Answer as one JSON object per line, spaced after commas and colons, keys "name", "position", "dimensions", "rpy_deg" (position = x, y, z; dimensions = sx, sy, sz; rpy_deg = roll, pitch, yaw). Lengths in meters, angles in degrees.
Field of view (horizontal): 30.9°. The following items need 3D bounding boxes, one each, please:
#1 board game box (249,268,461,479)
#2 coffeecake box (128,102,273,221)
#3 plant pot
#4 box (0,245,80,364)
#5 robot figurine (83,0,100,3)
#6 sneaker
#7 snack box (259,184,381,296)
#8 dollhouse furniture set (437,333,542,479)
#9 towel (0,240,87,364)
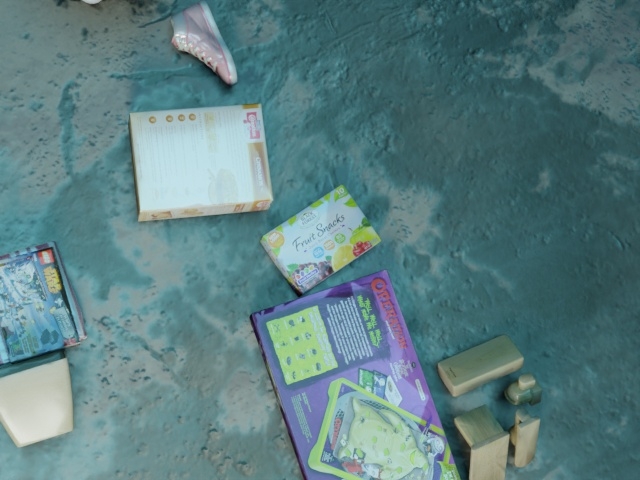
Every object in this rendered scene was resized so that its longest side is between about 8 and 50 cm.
{"name": "board game box", "position": [0.052, 0.235, 1.611], "dimensions": [0.208, 0.056, 0.347], "rpy_deg": [-18, 83, -10]}
{"name": "coffeecake box", "position": [-0.168, -0.109, 1.621], "dimensions": [0.185, 0.068, 0.142], "rpy_deg": [-5, 80, -12]}
{"name": "plant pot", "position": [-0.370, 0.208, 1.508], "dimensions": [0.109, 0.109, 0.096], "rpy_deg": [-17, 95, -14]}
{"name": "box", "position": [-0.382, 0.085, 1.538], "dimensions": [0.094, 0.027, 0.137], "rpy_deg": [-15, 81, -15]}
{"name": "robot figurine", "position": [-0.271, -0.468, 1.553], "dimensions": [0.199, 0.300, 0.353], "rpy_deg": [17, 38, -5]}
{"name": "sneaker", "position": [-0.171, -0.274, 1.663], "dimensions": [0.070, 0.051, 0.134], "rpy_deg": [-23, 81, -13]}
{"name": "snack box", "position": [0.000, 0.000, 1.649], "dimensions": [0.141, 0.037, 0.100], "rpy_deg": [-34, 86, -15]}
{"name": "dollhouse furniture set", "position": [0.240, 0.248, 1.654], "dimensions": [0.144, 0.123, 0.151], "rpy_deg": [-21, 49, -14]}
{"name": "towel", "position": [-0.427, 0.094, 1.556], "dimensions": [0.197, 0.029, 0.144], "rpy_deg": [-17, 83, -16]}
